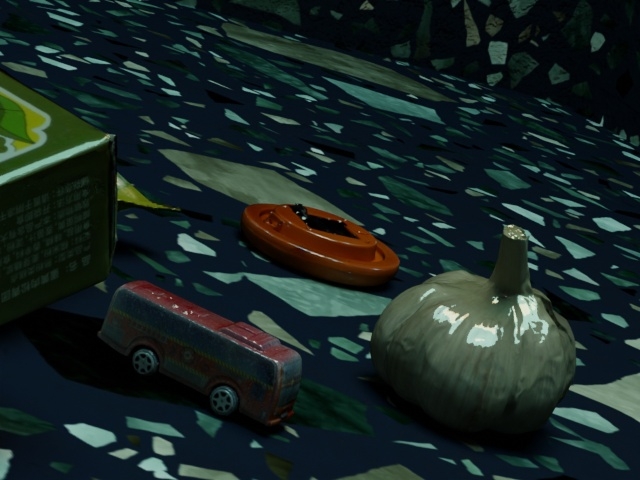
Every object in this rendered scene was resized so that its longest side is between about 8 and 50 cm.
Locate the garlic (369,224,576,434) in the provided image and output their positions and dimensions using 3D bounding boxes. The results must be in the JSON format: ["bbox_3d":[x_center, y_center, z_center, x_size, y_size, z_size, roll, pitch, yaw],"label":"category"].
[{"bbox_3d":[0.175,0.081,1.922,0.218,0.212,0.218,17,20,-6],"label":"garlic"}]

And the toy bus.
[{"bbox_3d":[-0.108,0.102,1.729,0.192,0.077,0.065,24,16,19],"label":"toy bus"}]

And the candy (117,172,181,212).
[{"bbox_3d":[-0.323,-0.070,2.105,0.297,0.081,0.187,15,9,32],"label":"candy"}]

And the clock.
[{"bbox_3d":[0.000,0.000,2.328,0.205,0.051,0.205,19,15,-5],"label":"clock"}]

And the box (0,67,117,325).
[{"bbox_3d":[-0.423,-0.035,1.418,0.420,0.138,0.373,-25,43,-39],"label":"box"}]
